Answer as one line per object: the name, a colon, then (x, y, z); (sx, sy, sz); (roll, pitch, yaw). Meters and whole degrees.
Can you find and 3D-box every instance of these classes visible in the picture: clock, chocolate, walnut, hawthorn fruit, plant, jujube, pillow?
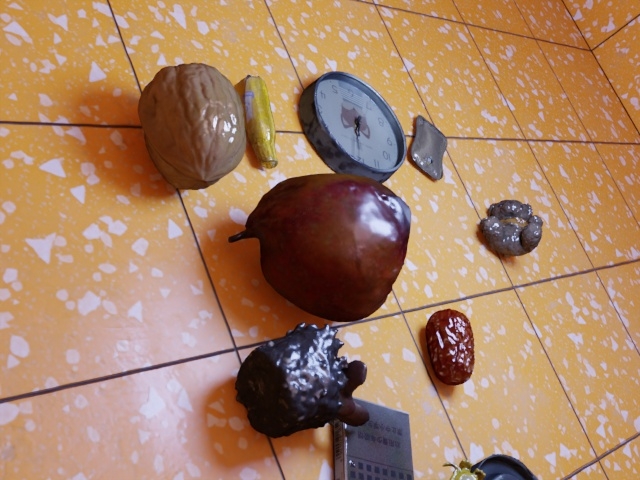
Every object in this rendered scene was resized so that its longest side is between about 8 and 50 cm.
clock: (0.090, -0.295, 1.996); (0.325, 0.067, 0.325); (24, 48, -30)
chocolate: (-0.138, -0.268, 1.760); (0.085, 0.085, 0.219); (2, 63, -42)
walnut: (-0.251, -0.224, 1.515); (0.224, 0.225, 0.261); (11, 51, -37)
hawthorn fruit: (0.021, 0.002, 1.563); (0.324, 0.308, 0.308); (38, 42, 0)
clock: (0.408, 0.606, 1.661); (0.280, 0.055, 0.281); (24, 49, -30)
plant: (-0.026, 0.258, 1.413); (0.233, 0.178, 0.204); (-9, 62, -36)
jujube: (0.303, 0.249, 1.785); (0.112, 0.109, 0.176); (-2, 67, -3)
pillow: (0.311, -0.269, 2.204); (0.130, 0.033, 0.218); (38, 43, -18)

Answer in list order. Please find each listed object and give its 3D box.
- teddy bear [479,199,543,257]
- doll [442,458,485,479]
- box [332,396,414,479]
teddy bear: (0.543, -0.042, 2.192); (0.140, 0.177, 0.190); (79, 18, -46)
doll: (0.261, 0.521, 1.540); (0.145, 0.096, 0.188); (18, 51, -5)
box: (0.106, 0.473, 1.482); (0.180, 0.047, 0.325); (23, 49, -30)
